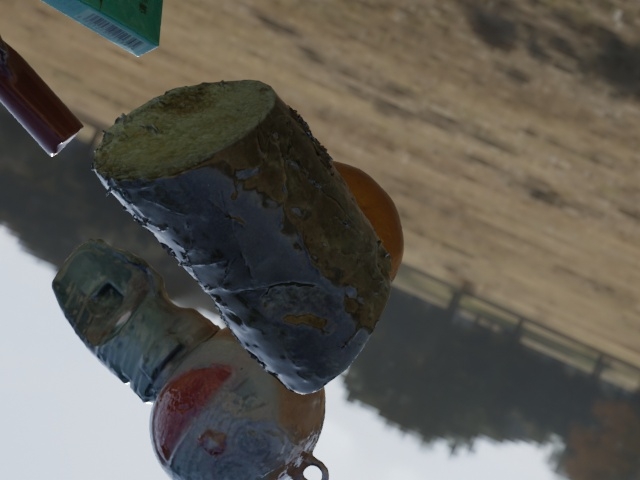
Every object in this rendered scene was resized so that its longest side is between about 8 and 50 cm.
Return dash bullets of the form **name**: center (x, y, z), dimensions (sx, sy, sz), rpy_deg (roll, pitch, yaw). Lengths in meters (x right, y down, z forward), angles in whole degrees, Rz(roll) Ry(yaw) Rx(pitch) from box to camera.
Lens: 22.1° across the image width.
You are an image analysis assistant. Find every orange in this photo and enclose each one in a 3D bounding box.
- **orange**: center (0.000, 0.000, 1.569), dimensions (0.159, 0.159, 0.136), rpy_deg (25, 141, -20)

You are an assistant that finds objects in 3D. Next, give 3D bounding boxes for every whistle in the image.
- **whistle**: center (-0.132, 0.128, 1.584), dimensions (0.348, 0.189, 0.189), rpy_deg (39, -178, 12)

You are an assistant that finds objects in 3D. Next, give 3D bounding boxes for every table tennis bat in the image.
- **table tennis bat**: center (-0.416, -0.260, 1.786), dimensions (0.415, 0.051, 0.268), rpy_deg (47, 160, -6)

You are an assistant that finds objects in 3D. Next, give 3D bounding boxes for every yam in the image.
- **yam**: center (-0.046, -0.014, 1.260), dimensions (0.254, 0.154, 0.154), rpy_deg (50, 166, -27)

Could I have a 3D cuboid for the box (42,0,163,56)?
- **box**: center (-0.245, -0.300, 1.615), dimensions (0.042, 0.161, 0.226), rpy_deg (-20, 146, 36)
